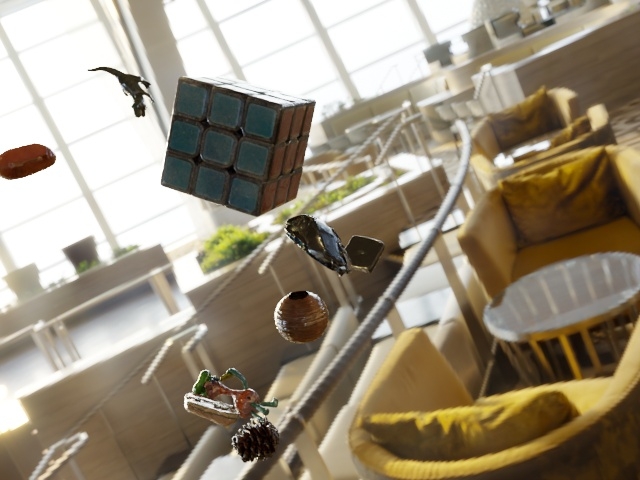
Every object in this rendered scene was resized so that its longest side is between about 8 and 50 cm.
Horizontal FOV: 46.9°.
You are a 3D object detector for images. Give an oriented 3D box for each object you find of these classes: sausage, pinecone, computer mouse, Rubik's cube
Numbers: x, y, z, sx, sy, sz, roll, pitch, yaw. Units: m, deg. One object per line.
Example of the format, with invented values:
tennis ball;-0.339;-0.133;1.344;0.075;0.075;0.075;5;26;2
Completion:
sausage;-0.819;-0.222;2.052;0.179;0.089;0.089;-27;10;-33
pinecone;-0.111;0.346;1.276;0.083;0.077;0.077;-14;7;-18
computer mouse;0.000;0.000;1.709;0.078;0.146;0.241;-55;43;7
Rubik's cube;-0.216;-0.264;1.992;0.300;0.305;0.303;16;15;13

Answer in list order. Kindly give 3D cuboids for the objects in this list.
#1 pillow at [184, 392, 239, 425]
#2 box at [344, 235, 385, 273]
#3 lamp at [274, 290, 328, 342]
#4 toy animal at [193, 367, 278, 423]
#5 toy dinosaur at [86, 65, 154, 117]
pillow;-0.254;0.385;1.697;0.232;0.126;0.043;148;143;-79
box;0.136;0.043;2.398;0.126;0.027;0.125;15;59;30
lamp;-0.047;0.193;1.841;0.136;0.136;0.136;-24;11;5
toy animal;-0.207;0.378;1.826;0.208;0.103;0.100;21;-8;16
toy dinosaur;-0.599;-0.474;2.275;0.087;0.187;0.179;-45;-27;12
